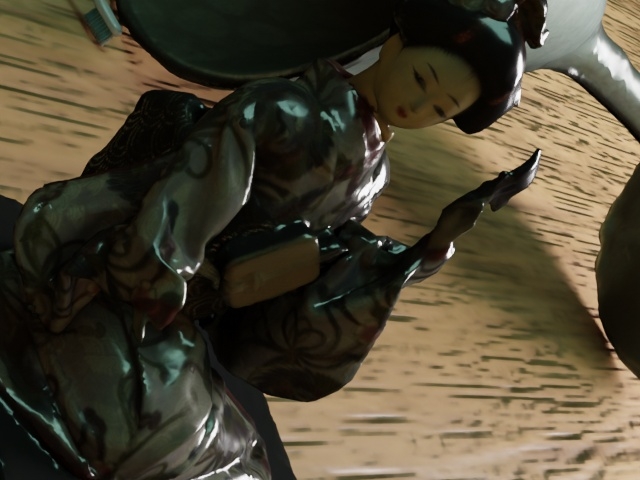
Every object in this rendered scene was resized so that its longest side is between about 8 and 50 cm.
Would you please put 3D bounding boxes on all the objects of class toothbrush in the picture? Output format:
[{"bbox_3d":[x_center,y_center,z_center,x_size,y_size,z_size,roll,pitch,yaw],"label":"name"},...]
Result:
[{"bbox_3d":[-0.122,-0.136,0.791,0.131,0.013,0.011,55,11,13],"label":"toothbrush"}]

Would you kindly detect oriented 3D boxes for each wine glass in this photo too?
[{"bbox_3d":[0.127,-0.092,0.911,0.406,0.267,0.267,37,25,-44],"label":"wine glass"}]

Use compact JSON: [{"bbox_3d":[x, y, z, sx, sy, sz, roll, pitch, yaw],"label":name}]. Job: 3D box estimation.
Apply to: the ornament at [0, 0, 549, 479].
[{"bbox_3d":[0.000,0.000,0.567,0.166,0.196,0.153,23,34,-49],"label":"ornament"}]
